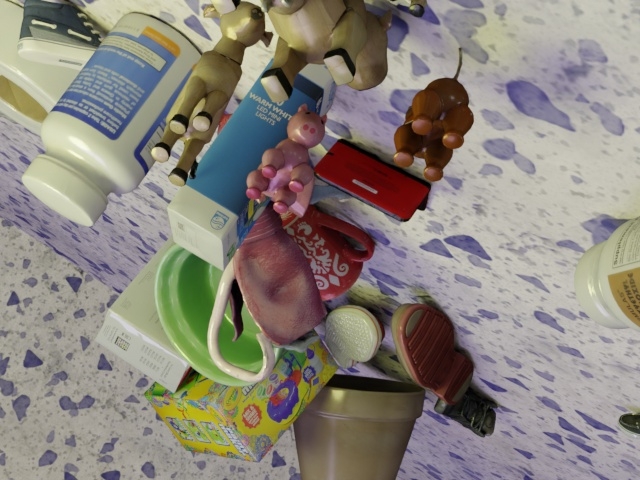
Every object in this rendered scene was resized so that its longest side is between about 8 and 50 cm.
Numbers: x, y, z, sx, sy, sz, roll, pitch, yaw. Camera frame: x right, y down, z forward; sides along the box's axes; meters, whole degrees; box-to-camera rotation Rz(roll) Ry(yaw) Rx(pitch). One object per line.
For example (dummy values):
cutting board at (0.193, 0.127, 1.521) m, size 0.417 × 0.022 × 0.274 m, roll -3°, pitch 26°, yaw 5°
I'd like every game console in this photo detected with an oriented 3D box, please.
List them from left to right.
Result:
game console at (0.068, -0.067, 1.297) m, size 0.144 × 0.124 × 0.085 m, roll 28°, pitch 136°, yaw 10°

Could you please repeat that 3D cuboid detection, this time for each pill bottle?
pill bottle at (-0.281, -0.160, 1.298) m, size 0.152 × 0.272 × 0.152 m, roll 29°, pitch 162°, yaw 10°
pill bottle at (0.365, 0.032, 0.987) m, size 0.131 × 0.131 × 0.229 m, roll 34°, pitch 163°, yaw -8°

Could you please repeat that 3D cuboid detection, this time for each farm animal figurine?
farm animal figurine at (-0.015, -0.192, 0.914) m, size 0.331 × 0.172 × 0.326 m, roll 3°, pitch 136°, yaw 15°

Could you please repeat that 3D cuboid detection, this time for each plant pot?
plant pot at (0.072, 0.464, 2.207) m, size 0.323 × 0.280 × 0.323 m, roll 5°, pitch 178°, yaw 0°

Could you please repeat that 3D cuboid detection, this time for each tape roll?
tape roll at (-0.488, -0.278, 1.609) m, size 0.286 × 0.100 × 0.286 m, roll 29°, pitch 162°, yaw 10°

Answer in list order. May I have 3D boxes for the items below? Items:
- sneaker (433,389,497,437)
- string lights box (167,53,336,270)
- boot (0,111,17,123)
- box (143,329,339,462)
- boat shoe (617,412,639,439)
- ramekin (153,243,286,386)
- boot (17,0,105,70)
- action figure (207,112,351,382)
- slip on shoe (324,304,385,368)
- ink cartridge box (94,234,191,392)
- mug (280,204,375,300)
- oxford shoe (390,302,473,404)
sneaker at (0.308, 0.348, 2.003) m, size 0.130 × 0.087 × 0.227 m, roll 22°, pitch 168°, yaw 18°
string lights box at (-0.077, -0.104, 1.136) m, size 0.077 × 0.259 × 0.133 m, roll 31°, pitch 164°, yaw 5°
boot at (-0.628, -0.301, 1.821) m, size 0.123 × 0.095 × 0.258 m, roll 23°, pitch 170°, yaw 6°
box at (-0.171, 0.303, 2.067) m, size 0.279 × 0.290 × 0.177 m, roll -7°, pitch 122°, yaw 50°
boat shoe at (0.551, 0.303, 1.568) m, size 0.142 × 0.049 × 0.040 m, roll 8°, pitch 132°, yaw 49°
ramekin at (-0.160, 0.114, 1.845) m, size 0.303 × 0.148 × 0.303 m, roll 15°, pitch 119°, yaw 30°
boot at (-0.341, -0.294, 1.395) m, size 0.190 × 0.086 × 0.069 m, roll 9°, pitch 167°, yaw -32°
action figure at (-0.118, -0.024, 1.395) m, size 0.248 × 0.276 × 0.370 m, roll 6°, pitch 122°, yaw 38°
slip on shoe at (0.079, 0.182, 1.921) m, size 0.123 × 0.101 × 0.331 m, roll 54°, pitch 167°, yaw 10°
ink cartridge box at (-0.274, 0.157, 2.040) m, size 0.272 × 0.309 × 0.130 m, roll 34°, pitch 134°, yaw 0°
mug at (-0.004, -0.004, 1.594) m, size 0.169 × 0.150 × 0.113 m, roll 50°, pitch -168°, yaw -35°
oxford shoe at (0.179, 0.204, 1.786) m, size 0.130 × 0.123 × 0.348 m, roll 26°, pitch 161°, yaw 33°
